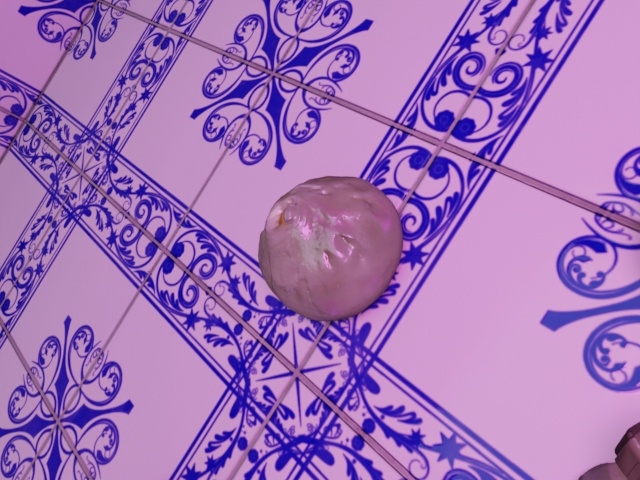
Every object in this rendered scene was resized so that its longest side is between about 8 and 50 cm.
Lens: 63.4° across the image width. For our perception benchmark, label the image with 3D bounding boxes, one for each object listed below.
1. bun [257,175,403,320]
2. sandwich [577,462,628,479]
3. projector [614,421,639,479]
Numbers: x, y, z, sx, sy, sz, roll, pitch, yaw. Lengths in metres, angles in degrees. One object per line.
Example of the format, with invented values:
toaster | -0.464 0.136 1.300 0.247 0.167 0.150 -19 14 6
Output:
bun | 0.000 0.000 0.918 0.283 0.179 0.284 -10 69 26
sandwich | 0.352 0.360 0.562 0.108 0.186 0.220 -19 63 23
projector | 0.465 0.237 0.512 0.269 0.088 0.194 -18 45 -8
